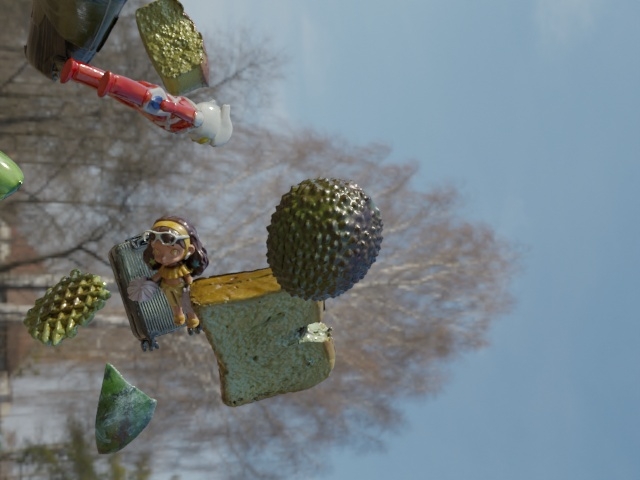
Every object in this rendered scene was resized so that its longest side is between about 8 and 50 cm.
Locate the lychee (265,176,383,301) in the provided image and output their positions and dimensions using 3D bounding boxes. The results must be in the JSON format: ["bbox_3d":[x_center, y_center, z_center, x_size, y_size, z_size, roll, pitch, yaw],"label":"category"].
[{"bbox_3d":[0.000,0.000,1.138,0.171,0.171,0.171,180,-90,-69],"label":"lychee"}]

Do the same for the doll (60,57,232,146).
[{"bbox_3d":[-0.319,-0.268,1.704,0.188,0.384,0.099,24,-83,40],"label":"doll"}]

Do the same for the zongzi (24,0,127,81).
[{"bbox_3d":[-0.493,-0.435,1.559,0.289,0.154,0.317,-57,167,13],"label":"zongzi"}]

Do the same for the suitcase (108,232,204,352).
[{"bbox_3d":[-0.449,0.133,2.345,0.128,0.202,0.312,-17,-89,63],"label":"suitcase"}]

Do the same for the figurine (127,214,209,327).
[{"bbox_3d":[-0.293,0.068,1.727,0.115,0.174,0.240,-33,125,-62],"label":"figurine"}]

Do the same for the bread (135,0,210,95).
[{"bbox_3d":[-0.230,-0.303,1.354,0.156,0.086,0.125,64,-10,5],"label":"bread"}]

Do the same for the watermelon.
[{"bbox_3d":[-0.335,0.292,1.437,0.080,0.101,0.155,166,-57,-78],"label":"watermelon"}]

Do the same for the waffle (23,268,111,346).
[{"bbox_3d":[-0.525,0.138,1.770,0.169,0.183,0.036,23,-27,41],"label":"waffle"}]

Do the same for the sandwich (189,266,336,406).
[{"bbox_3d":[-0.101,0.180,1.658,0.095,0.248,0.273,-105,-177,-57],"label":"sandwich"}]

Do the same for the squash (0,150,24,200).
[{"bbox_3d":[-0.502,-0.138,1.059,0.082,0.292,0.082,-52,-174,8],"label":"squash"}]
